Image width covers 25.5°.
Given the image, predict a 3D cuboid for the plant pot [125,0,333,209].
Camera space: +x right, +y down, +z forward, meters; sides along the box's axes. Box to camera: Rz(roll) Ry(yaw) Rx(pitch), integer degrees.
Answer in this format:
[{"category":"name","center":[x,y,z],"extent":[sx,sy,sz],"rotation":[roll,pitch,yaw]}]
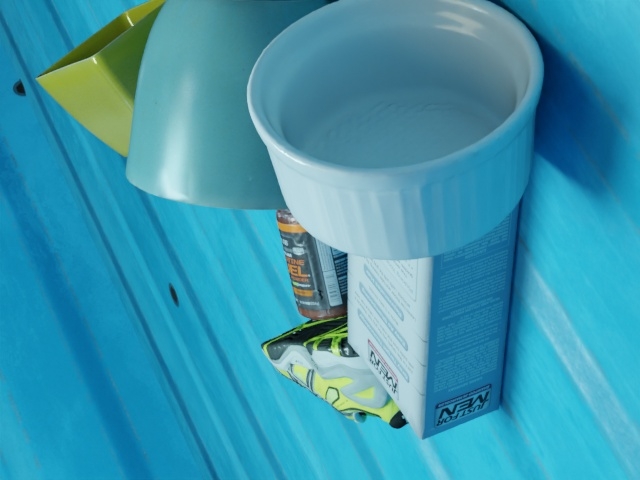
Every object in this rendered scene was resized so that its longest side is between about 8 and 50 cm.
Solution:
[{"category":"plant pot","center":[-0.086,-0.190,1.717],"extent":[0.293,0.293,0.235],"rotation":[-145,55,-59]}]

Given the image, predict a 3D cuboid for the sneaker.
[{"category":"sneaker","center":[0.025,0.181,1.952],"extent":[0.147,0.145,0.384],"rotation":[65,167,-8]}]

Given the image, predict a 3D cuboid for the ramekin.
[{"category":"ramekin","center":[0.076,-0.109,1.359],"extent":[0.277,0.277,0.135],"rotation":[52,161,42]}]

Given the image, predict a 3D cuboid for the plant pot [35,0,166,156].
[{"category":"plant pot","center":[-0.283,-0.254,2.249],"extent":[0.212,0.212,0.187],"rotation":[-8,121,54]}]

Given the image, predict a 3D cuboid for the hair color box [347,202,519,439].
[{"category":"hair color box","center":[0.120,0.023,1.588],"extent":[0.185,0.113,0.375],"rotation":[52,153,43]}]

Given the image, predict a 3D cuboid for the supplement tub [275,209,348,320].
[{"category":"supplement tub","center":[0.000,0.000,1.898],"extent":[0.106,0.106,0.198],"rotation":[26,132,63]}]
